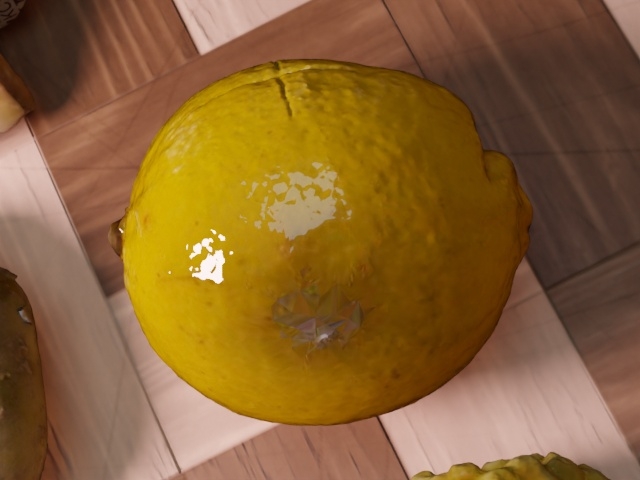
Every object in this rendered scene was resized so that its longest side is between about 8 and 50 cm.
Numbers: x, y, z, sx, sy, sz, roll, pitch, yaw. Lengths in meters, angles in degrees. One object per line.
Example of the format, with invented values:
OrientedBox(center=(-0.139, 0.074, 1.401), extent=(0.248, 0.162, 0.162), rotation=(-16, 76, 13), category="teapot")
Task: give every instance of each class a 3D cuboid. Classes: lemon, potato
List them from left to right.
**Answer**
OrientedBox(center=(-0.313, 0.118, 1.191), extent=(0.191, 0.141, 0.296), rotation=(-17, 68, 15), category="potato")
OrientedBox(center=(0.000, 0.000, 1.103), extent=(0.297, 0.297, 0.297), rotation=(-3, 73, 8), category="lemon")

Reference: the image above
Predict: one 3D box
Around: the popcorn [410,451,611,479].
OrientedBox(center=(0.143, 0.252, 1.061), extent=(0.218, 0.169, 0.189), rotation=(-7, 78, -12), category="popcorn")

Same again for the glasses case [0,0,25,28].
OrientedBox(center=(-0.438, -0.218, 1.298), extent=(0.354, 0.137, 0.085), rotation=(-12, 47, -2), category="glasses case")

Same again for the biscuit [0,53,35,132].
OrientedBox(center=(-0.536, -0.167, 1.198), extent=(0.429, 0.446, 0.104), rotation=(-25, 43, 14), category="biscuit")
